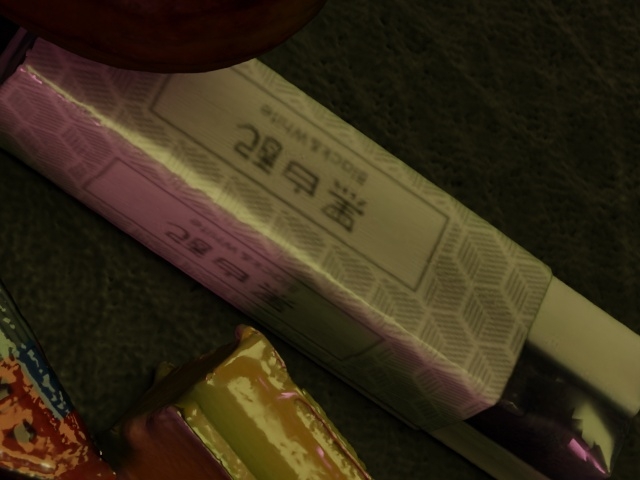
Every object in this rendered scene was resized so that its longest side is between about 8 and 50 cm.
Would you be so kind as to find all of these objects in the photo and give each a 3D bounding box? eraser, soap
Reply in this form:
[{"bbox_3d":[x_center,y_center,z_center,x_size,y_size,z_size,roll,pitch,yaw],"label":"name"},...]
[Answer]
[{"bbox_3d":[0.000,0.000,1.120,0.404,0.096,0.098,34,61,-14],"label":"eraser"},{"bbox_3d":[-0.014,0.163,1.046,0.076,0.135,0.233,-40,96,-30],"label":"soap"}]

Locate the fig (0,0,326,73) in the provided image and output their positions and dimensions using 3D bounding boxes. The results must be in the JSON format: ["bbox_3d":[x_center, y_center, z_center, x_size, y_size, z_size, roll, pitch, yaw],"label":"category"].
[{"bbox_3d":[-0.149,-0.172,0.959,0.321,0.217,0.217,-7,78,-2],"label":"fig"}]

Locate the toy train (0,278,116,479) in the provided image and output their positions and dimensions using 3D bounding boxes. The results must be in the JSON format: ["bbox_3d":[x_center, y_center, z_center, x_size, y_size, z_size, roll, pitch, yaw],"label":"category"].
[{"bbox_3d":[-0.246,-0.023,1.008,0.089,0.086,0.409,-33,92,-29],"label":"toy train"}]
